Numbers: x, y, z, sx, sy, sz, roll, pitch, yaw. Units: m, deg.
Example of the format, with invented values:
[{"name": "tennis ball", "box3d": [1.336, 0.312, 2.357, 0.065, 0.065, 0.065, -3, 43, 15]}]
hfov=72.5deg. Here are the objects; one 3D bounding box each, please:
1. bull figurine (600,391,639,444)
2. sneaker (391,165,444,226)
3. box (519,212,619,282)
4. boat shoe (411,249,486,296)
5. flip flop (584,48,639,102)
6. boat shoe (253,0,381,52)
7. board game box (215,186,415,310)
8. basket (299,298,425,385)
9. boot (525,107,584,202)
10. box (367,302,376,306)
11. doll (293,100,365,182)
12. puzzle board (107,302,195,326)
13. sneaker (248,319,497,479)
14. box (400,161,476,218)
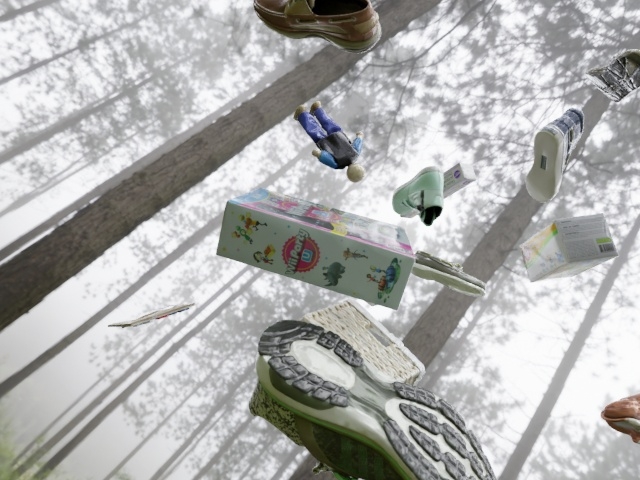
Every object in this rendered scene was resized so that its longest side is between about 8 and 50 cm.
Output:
[{"name": "bull figurine", "box3d": [0.932, 0.454, 1.180, 0.188, 0.311, 0.101, -150, -140, -80]}, {"name": "sneaker", "box3d": [0.285, -0.099, 1.316, 0.094, 0.151, 0.256, 9, -24, -13]}, {"name": "box", "box3d": [0.580, 0.024, 1.041, 0.203, 0.114, 0.103, 82, 0, -72]}, {"name": "boat shoe", "box3d": [0.477, 0.119, 1.634, 0.305, 0.091, 0.109, 21, -23, 30]}, {"name": "flip flop", "box3d": [0.717, -0.402, 1.032, 0.112, 0.080, 0.277, 46, 15, 6]}, {"name": "boat shoe", "box3d": [-0.013, -0.536, 0.999, 0.325, 0.123, 0.116, 20, -15, 17]}, {"name": "board game box", "box3d": [0.000, 0.000, 0.777, 0.304, 0.097, 0.224, 15, 14, 2]}, {"name": "basket", "box3d": [0.060, 0.403, 1.294, 0.328, 0.267, 0.331, 43, -65, 26]}, {"name": "boot", "box3d": [0.457, -0.158, 0.842, 0.069, 0.086, 0.190, 46, -13, 36]}, {"name": "box", "box3d": [0.155, 0.087, 1.294, 0.091, 0.170, 0.130, -25, -49, 40]}, {"name": "doll", "box3d": [0.029, -0.190, 0.849, 0.189, 0.129, 0.046, 56, -30, 18]}, {"name": "puzzle board", "box3d": [-0.313, 0.141, 0.813, 0.096, 0.128, 0.011, -12, -89, 42]}, {"name": "sneaker", "box3d": [0.064, 0.288, 0.628, 0.410, 0.158, 0.182, 35, -57, 10]}, {"name": "box", "box3d": [0.403, -0.170, 1.559, 0.324, 0.067, 0.063, -34, -119, 50]}]
